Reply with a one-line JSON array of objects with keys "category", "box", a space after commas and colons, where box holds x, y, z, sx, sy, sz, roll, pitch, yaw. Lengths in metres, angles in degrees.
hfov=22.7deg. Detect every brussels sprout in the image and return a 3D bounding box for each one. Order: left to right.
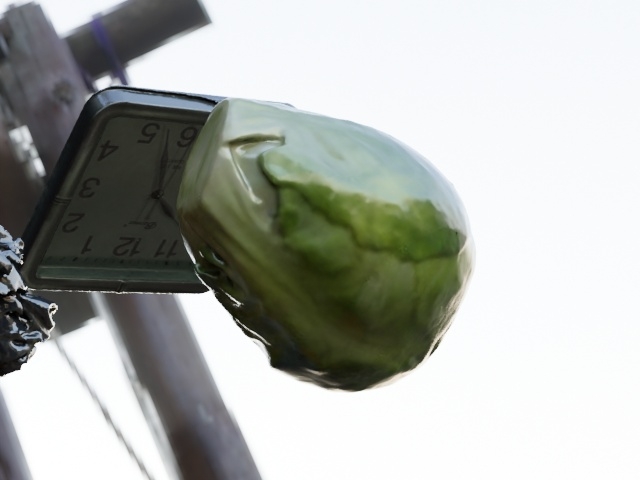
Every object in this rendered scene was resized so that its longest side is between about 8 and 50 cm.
[{"category": "brussels sprout", "box": [0.000, 0.000, 1.283, 0.271, 0.219, 0.210, 34, -80, -28]}]

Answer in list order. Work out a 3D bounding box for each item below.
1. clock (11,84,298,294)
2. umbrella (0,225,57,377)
[{"category": "clock", "box": [-0.179, -0.054, 1.767, 0.273, 0.049, 0.279, 4, -49, -38]}, {"category": "umbrella", "box": [-0.384, -0.012, 1.456, 0.154, 0.336, 0.128, -31, 18, 53]}]
